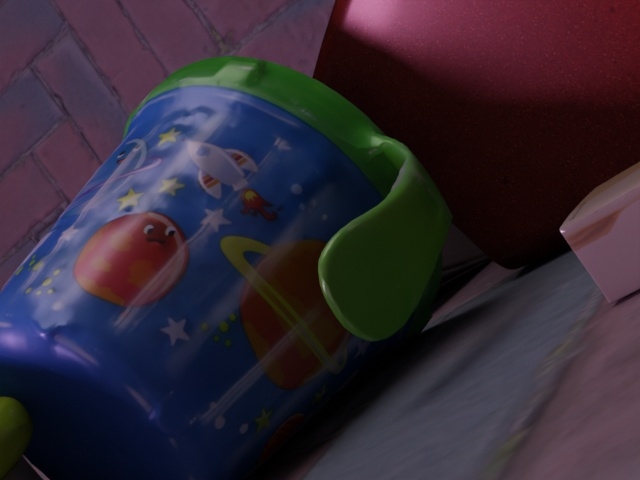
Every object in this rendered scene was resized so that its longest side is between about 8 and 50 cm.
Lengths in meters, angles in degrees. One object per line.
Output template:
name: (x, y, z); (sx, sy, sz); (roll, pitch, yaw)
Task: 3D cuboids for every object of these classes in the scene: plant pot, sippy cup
plant pot: (0.155, -0.140, 0.741); (0.236, 0.267, 0.267); (-50, -6, 30)
sippy cup: (-0.078, 0.043, 0.692); (0.224, 0.240, 0.305); (-49, -13, -38)

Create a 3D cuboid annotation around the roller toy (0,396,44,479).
roller toy: (-0.236, 0.187, 0.624); (0.209, 0.146, 0.191); (-25, 18, 51)

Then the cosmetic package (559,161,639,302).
cosmetic package: (0.163, -0.024, 0.475); (0.115, 0.041, 0.060); (-34, 2, 35)

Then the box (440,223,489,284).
box: (0.000, 0.000, 0.920); (0.127, 0.148, 0.232); (-16, -13, -42)
